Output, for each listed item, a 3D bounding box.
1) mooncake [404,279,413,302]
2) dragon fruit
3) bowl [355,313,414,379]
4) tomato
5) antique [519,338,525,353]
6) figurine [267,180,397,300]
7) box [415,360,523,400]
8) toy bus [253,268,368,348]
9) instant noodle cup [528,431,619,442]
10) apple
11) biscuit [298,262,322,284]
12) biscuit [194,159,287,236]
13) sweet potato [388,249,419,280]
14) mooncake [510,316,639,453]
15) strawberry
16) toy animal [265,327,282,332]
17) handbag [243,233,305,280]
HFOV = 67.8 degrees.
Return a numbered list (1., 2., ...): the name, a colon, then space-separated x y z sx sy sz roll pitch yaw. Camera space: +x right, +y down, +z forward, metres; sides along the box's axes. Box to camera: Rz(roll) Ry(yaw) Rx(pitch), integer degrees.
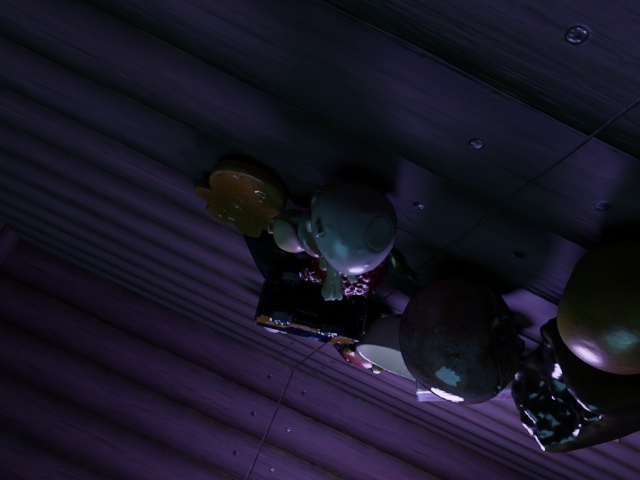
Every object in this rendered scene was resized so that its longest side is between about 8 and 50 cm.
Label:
1. mooncake: 0.187 0.178 1.500 0.057 0.150 0.347 4 151 -31
2. dragon fruit: 0.153 0.334 1.665 0.227 0.224 0.224 50 147 -19
3. bowl: 0.262 0.317 1.458 0.277 0.145 0.277 21 157 10
4. tomato: 0.353 0.248 1.204 0.316 0.317 0.282 39 144 -28
5. antique: 0.476 0.299 1.427 0.257 0.121 0.143 12 143 40
6. figurine: 0.000 0.000 1.128 0.226 0.274 0.394 3 -178 -37
7. box: 0.508 0.480 1.608 0.369 0.112 0.190 -4 153 12
8. toy bus: -0.035 0.219 1.483 0.323 0.162 0.194 17 155 -11
9. instant noodle cup: 0.744 0.469 1.401 0.231 0.243 0.243 -2 145 30
10. apple: 0.552 0.120 0.867 0.194 0.261 0.261 27 161 36
11. biscuit: 0.004 0.135 1.625 0.188 0.027 0.188 20 154 10
12. biscuit: -0.211 -0.113 1.307 0.275 0.052 0.355 24 154 -7
13. sweet potato: 0.218 0.072 1.303 0.041 0.038 0.153 14 157 48
14. mooncake: 0.617 0.345 1.140 0.393 0.246 0.394 23 133 -30
15. strawberry: 0.063 0.060 1.305 0.233 0.138 0.306 18 156 17
16. toy animal: -0.188 0.316 2.032 0.178 0.127 0.193 30 157 -7
17. handbag: -0.140 0.088 1.581 0.191 0.075 0.332 22 153 27
